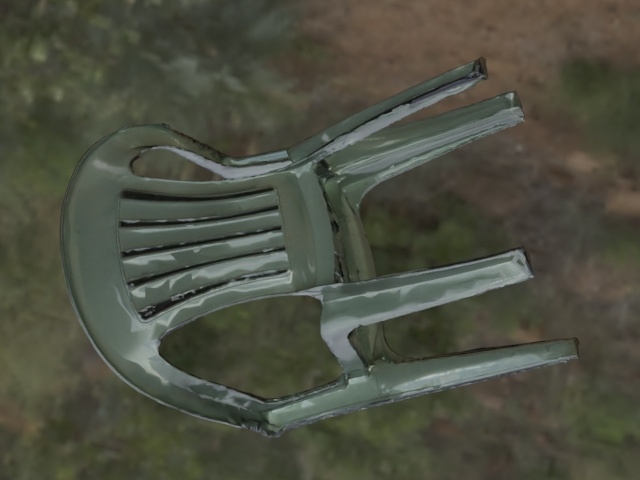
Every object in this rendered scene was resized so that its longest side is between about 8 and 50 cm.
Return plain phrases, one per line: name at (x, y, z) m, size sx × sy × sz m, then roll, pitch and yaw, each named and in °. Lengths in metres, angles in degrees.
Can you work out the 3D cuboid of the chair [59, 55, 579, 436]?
chair at (0.000, 0.000, 1.119) m, size 0.274 × 0.203 × 0.190 m, roll -17°, pitch 160°, yaw 13°
